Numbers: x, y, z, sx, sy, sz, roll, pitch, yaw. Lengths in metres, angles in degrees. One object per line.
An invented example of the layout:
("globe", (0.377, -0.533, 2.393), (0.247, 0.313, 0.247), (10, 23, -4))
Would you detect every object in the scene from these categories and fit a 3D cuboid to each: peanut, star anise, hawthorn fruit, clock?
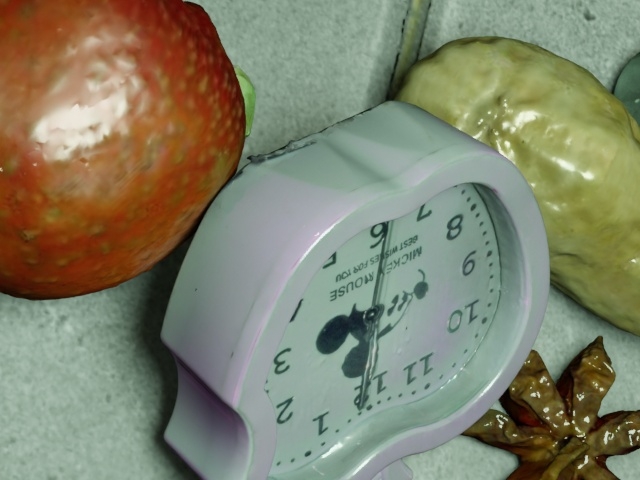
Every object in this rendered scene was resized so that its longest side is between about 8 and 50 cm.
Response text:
("peanut", (0.234, -0.041, 1.495), (0.387, 0.192, 0.169), (33, 76, -15))
("star anise", (0.213, 0.176, 1.478), (0.196, 0.111, 0.212), (20, 60, -29))
("hawthorn fruit", (-0.203, -0.091, 1.247), (0.300, 0.275, 0.275), (-32, 91, -33))
("clock", (0.031, 0.062, 1.329), (0.339, 0.338, 0.102), (-26, 44, -31))

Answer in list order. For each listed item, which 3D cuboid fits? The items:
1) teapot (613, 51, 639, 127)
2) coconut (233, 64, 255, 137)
("teapot", (0.396, -0.140, 1.591), (0.171, 0.225, 0.203), (39, 61, -13))
("coconut", (-0.091, -0.110, 1.412), (0.083, 0.082, 0.081), (-15, 86, -54))
